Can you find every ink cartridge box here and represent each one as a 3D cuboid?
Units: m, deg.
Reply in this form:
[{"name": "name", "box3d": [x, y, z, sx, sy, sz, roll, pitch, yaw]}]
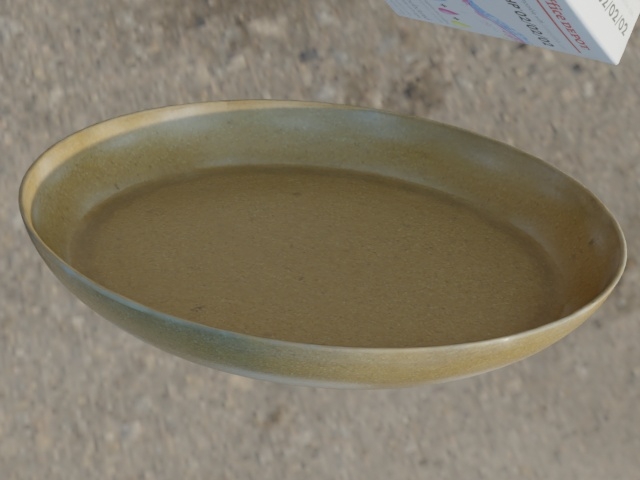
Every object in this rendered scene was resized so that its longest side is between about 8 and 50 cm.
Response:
[{"name": "ink cartridge box", "box3d": [0.103, -0.149, 0.952, 0.104, 0.181, 0.062, 37, 74, -54]}]

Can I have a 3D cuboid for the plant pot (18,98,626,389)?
[{"name": "plant pot", "box3d": [0.000, 0.000, 0.721, 0.236, 0.236, 0.032, 0, 115, -15]}]
